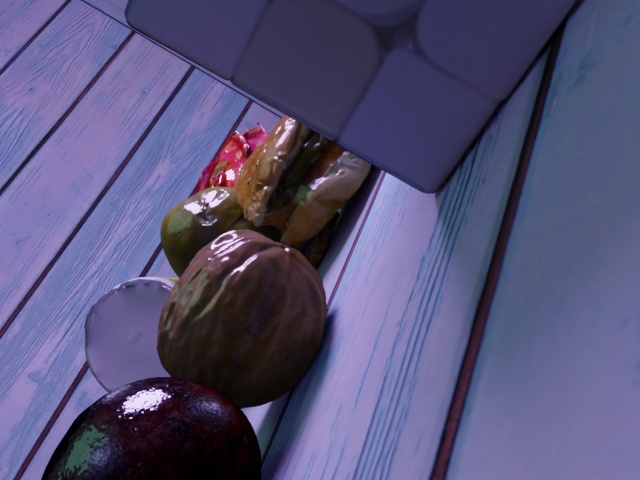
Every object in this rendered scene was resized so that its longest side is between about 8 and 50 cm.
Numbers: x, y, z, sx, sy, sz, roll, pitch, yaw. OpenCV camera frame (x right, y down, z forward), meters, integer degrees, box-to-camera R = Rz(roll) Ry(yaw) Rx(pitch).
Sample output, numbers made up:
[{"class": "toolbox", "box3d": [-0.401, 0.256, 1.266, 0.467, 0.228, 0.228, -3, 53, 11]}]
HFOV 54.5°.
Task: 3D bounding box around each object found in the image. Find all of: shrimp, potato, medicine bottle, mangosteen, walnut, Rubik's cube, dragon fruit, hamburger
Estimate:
[{"class": "shrimp", "box3d": [0.000, 0.000, 1.050, 0.127, 0.025, 0.091, -65, 8, -16]}, {"class": "potato", "box3d": [-0.147, 0.018, 1.031, 0.197, 0.228, 0.148, -32, 1, 13]}, {"class": "medicine bottle", "box3d": [-0.267, 0.179, 1.178, 0.213, 0.214, 0.379, -61, -7, -2]}, {"class": "mangosteen", "box3d": [-0.147, 0.238, 0.585, 0.216, 0.216, 0.216, -58, 9, 14]}, {"class": "walnut", "box3d": [-0.093, 0.098, 0.741, 0.213, 0.213, 0.213, -58, 9, 14]}, {"class": "Rubik's cube", "box3d": [0.063, -0.316, 0.646, 0.346, 0.347, 0.344, -56, 8, 26]}, {"class": "dragon fruit", "box3d": [-0.141, -0.065, 1.276, 0.371, 0.249, 0.386, -174, 100, -82]}, {"class": "hamburger", "box3d": [0.005, -0.157, 1.021, 0.209, 0.162, 0.330, -44, 9, 36]}]
